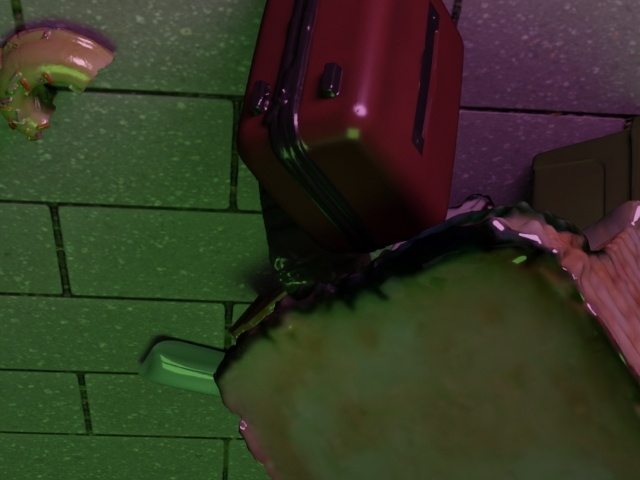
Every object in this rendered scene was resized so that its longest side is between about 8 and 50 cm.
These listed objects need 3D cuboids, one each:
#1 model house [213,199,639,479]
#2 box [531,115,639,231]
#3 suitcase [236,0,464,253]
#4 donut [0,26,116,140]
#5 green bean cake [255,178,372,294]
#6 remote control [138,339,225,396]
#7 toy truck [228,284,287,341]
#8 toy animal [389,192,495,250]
[{"bbox_3d":[0.204,0.142,1.224,0.445,0.395,0.400,-38,172,35],"label":"model house"},{"bbox_3d":[0.389,0.029,1.470,0.178,0.252,0.328,-11,141,27],"label":"box"},{"bbox_3d":[0.040,-0.155,1.176,0.161,0.297,0.236,-10,143,28],"label":"suitcase"},{"bbox_3d":[-0.330,-0.189,1.311,0.166,0.065,0.108,-31,132,33],"label":"donut"},{"bbox_3d":[0.000,0.000,1.446,0.125,0.222,0.227,-15,139,1],"label":"green bean cake"},{"bbox_3d":[-0.153,0.234,1.870,0.293,0.051,0.103,15,139,-21],"label":"remote control"},{"bbox_3d":[0.027,0.185,1.648,0.305,0.136,0.162,46,121,-3],"label":"toy truck"},{"bbox_3d":[0.215,0.088,1.568,0.213,0.212,0.266,-22,131,24],"label":"toy animal"}]
